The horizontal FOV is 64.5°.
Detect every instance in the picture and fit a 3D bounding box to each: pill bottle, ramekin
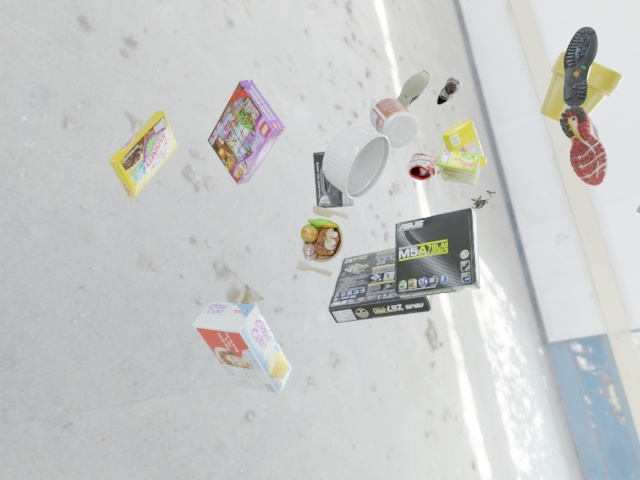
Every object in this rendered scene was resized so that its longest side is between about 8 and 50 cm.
[{"bbox_3d":[0.234,-0.402,1.682,0.121,0.121,0.216,48,13,-34],"label":"pill bottle"},{"bbox_3d":[0.099,-0.235,1.482,0.207,0.109,0.207,-39,149,-30],"label":"ramekin"}]

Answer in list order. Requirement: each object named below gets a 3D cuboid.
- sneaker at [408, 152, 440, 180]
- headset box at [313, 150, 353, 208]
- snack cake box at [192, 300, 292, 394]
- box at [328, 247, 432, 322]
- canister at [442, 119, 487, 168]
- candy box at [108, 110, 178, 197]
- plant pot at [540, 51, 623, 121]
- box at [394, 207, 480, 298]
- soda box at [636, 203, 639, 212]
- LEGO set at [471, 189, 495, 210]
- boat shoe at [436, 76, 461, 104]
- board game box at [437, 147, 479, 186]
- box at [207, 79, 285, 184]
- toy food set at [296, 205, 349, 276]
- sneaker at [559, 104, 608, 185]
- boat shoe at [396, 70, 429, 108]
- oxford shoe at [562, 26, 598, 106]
[{"bbox_3d":[0.509,-0.308,2.173,0.145,0.270,0.090,-60,151,-49],"label":"sneaker"},{"bbox_3d":[0.052,-0.237,2.014,0.293,0.110,0.218,-22,108,-77],"label":"headset box"},{"bbox_3d":[-0.197,0.281,1.322,0.089,0.152,0.264,-60,140,-39],"label":"snack cake box"},{"bbox_3d":[0.249,0.164,2.015,0.097,0.395,0.318,60,30,-32],"label":"box"},{"bbox_3d":[0.507,-0.324,1.789,0.126,0.073,0.170,-35,116,-16],"label":"canister"},{"bbox_3d":[-0.408,-0.205,1.189,0.105,0.027,0.206,80,24,-44],"label":"candy box"},{"bbox_3d":[1.007,-0.582,2.005,0.254,0.239,0.254,19,23,-8],"label":"plant pot"},{"bbox_3d":[0.261,0.031,1.150,0.045,0.190,0.184,32,55,-49],"label":"box"},{"bbox_3d":[0.763,-0.116,1.080,0.263,0.092,0.083,-30,140,-44],"label":"soda box"},{"bbox_3d":[0.434,-0.103,1.354,0.023,0.083,0.054,67,-7,-28],"label":"LEGO set"},{"bbox_3d":[0.544,-0.628,2.161,0.066,0.183,0.066,32,80,4],"label":"boat shoe"},{"bbox_3d":[0.355,-0.183,1.291,0.181,0.092,0.043,18,88,-71],"label":"board game box"},{"bbox_3d":[-0.250,-0.347,1.661,0.057,0.293,0.201,-25,76,-43],"label":"box"},{"bbox_3d":[0.000,0.000,1.437,0.038,0.132,0.192,23,82,-66],"label":"toy food set"},{"bbox_3d":[0.713,-0.249,1.346,0.092,0.088,0.225,14,64,-41],"label":"sneaker"},{"bbox_3d":[0.407,-0.666,2.243,0.084,0.233,0.079,43,54,2],"label":"boat shoe"},{"bbox_3d":[0.744,-0.499,1.475,0.096,0.082,0.227,-16,117,-69],"label":"oxford shoe"}]
